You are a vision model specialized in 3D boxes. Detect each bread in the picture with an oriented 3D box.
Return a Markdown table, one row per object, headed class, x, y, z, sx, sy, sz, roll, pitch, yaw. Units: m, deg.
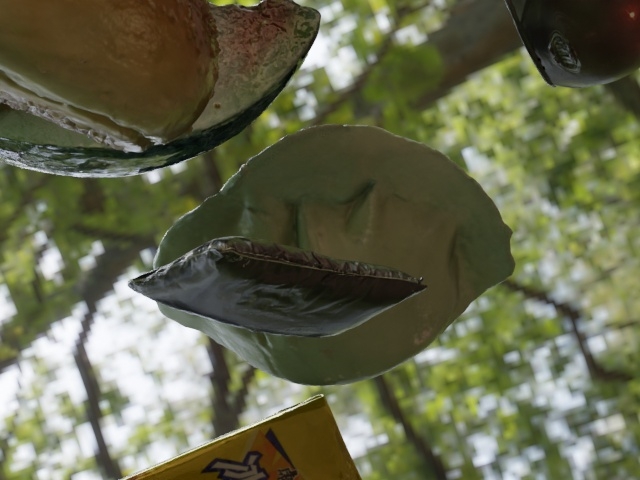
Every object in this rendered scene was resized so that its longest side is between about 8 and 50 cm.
| class | x | y | z | sx | sy | sz | roll | pitch | yaw |
| --- | --- | --- | --- | --- | --- | --- | --- | --- | --- |
| bread | -0.211 | -0.173 | 1.375 | 0.305 | 0.305 | 0.159 | 19 | -87 | -57 |

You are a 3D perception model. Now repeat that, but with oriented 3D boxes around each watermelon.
| class | x | y | z | sx | sy | sz | roll | pitch | yaw |
| --- | --- | --- | --- | --- | --- | --- | --- | --- | --- |
| watermelon | -0.164 | -0.170 | 1.722 | 0.289 | 0.319 | 0.214 | -117 | 5 | -81 |

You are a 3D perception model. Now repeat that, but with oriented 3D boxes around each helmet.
| class | x | y | z | sx | sy | sz | roll | pitch | yaw |
| --- | --- | --- | --- | --- | --- | --- | --- | --- | --- |
| helmet | 0.285 | -0.265 | 2.078 | 0.216 | 0.193 | 0.189 | -56 | -49 | -25 |

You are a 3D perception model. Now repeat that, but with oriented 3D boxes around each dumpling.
| class | x | y | z | sx | sy | sz | roll | pitch | yaw |
| --- | --- | --- | --- | --- | --- | --- | --- | --- | --- |
| dumpling | -0.002 | 0.014 | 2.012 | 0.270 | 0.320 | 0.212 | 58 | 167 | -11 |

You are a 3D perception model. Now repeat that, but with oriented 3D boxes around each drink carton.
| class | x | y | z | sx | sy | sz | roll | pitch | yaw |
| --- | --- | --- | --- | --- | --- | --- | --- | --- | --- |
| drink carton | -0.125 | 0.294 | 1.991 | 0.351 | 0.111 | 0.155 | -21 | -99 | -28 |

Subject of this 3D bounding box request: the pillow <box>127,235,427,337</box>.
| class | x | y | z | sx | sy | sz | roll | pitch | yaw |
| --- | --- | --- | --- | --- | --- | --- | --- | --- | --- |
| pillow | -0.035 | 0.039 | 1.591 | 0.208 | 0.141 | 0.055 | 13 | -113 | -34 |
